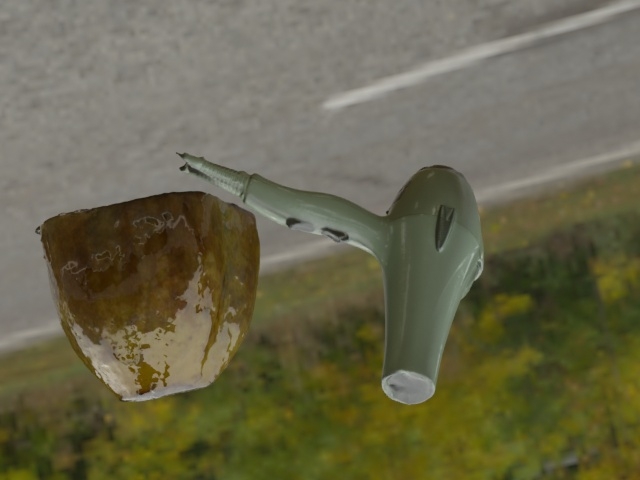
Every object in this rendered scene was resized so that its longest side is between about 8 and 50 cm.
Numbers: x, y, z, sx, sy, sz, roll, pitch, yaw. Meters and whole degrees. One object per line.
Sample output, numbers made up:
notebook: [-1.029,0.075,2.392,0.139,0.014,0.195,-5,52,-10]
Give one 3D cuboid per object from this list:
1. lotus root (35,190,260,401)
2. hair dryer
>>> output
lotus root: [-0.148,0.061,1.597,0.188,0.180,0.199,-14,166,20]
hair dryer: [0.017,0.029,1.440,0.267,0.229,0.092,3,142,-16]
